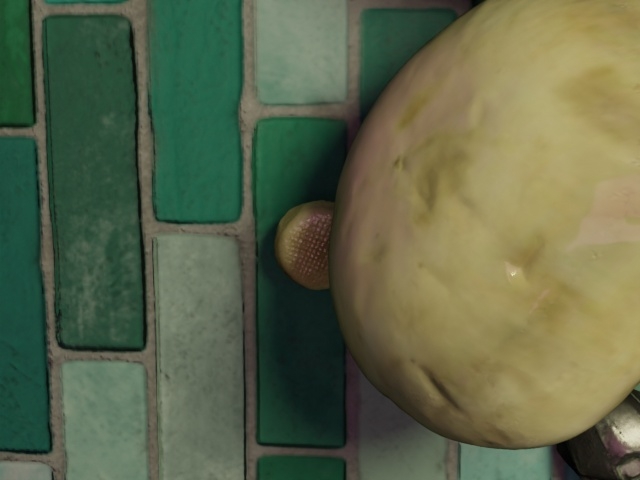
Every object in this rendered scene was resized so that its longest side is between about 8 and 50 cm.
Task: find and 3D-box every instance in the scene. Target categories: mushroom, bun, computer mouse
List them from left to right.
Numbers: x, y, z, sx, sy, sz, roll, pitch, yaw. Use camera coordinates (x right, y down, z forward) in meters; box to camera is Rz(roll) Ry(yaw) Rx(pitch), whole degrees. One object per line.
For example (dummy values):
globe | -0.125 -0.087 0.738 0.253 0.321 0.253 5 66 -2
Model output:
bun | 0.000 0.000 0.848 0.086 0.055 0.086 0 112 0
mushroom | 0.179 -0.006 0.688 0.353 0.325 0.353 0 82 -3
computer mouse | 0.291 0.214 0.848 0.106 0.062 0.192 -33 93 11
